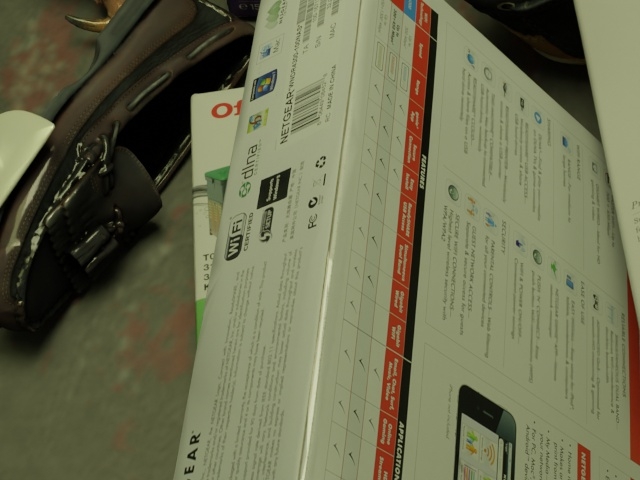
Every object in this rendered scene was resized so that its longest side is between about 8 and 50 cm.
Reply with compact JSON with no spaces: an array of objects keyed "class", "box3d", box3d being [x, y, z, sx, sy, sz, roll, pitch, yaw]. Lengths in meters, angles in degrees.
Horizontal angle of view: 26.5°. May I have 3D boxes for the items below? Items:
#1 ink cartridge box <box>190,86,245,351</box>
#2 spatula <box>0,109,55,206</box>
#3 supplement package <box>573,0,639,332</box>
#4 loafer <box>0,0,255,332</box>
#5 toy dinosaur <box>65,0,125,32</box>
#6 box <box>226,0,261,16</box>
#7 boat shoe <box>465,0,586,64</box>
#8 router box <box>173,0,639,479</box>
[{"class":"ink cartridge box","box3d":[0.000,0.000,0.886,0.160,0.092,0.219,-9,56,4]},{"class":"spatula","box3d":[-0.301,-0.016,0.895,0.168,0.019,0.242,33,87,19]},{"class":"supplement package","box3d":[0.278,-0.043,0.785,0.178,0.175,0.293,-23,51,28]},{"class":"loafer","box3d":[-0.137,-0.062,0.948,0.095,0.109,0.302,16,59,14]},{"class":"toy dinosaur","box3d":[-0.200,-0.302,1.110,0.200,0.127,0.296,-45,55,-11]},{"class":"box","box3d":[-0.005,-0.271,0.997,0.153,0.207,0.108,1,57,11]},{"class":"boat shoe","box3d":[0.249,-0.306,0.825,0.156,0.500,0.186,6,49,-38]},{"class":"router box","box3d":[0.077,0.059,0.714,0.082,0.301,0.335,-22,47,38]}]
